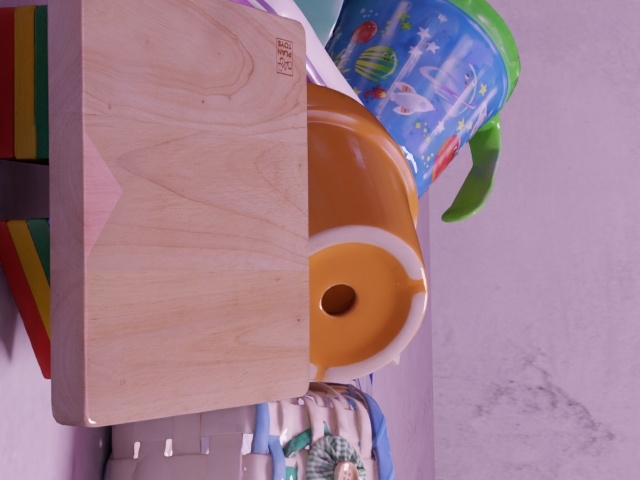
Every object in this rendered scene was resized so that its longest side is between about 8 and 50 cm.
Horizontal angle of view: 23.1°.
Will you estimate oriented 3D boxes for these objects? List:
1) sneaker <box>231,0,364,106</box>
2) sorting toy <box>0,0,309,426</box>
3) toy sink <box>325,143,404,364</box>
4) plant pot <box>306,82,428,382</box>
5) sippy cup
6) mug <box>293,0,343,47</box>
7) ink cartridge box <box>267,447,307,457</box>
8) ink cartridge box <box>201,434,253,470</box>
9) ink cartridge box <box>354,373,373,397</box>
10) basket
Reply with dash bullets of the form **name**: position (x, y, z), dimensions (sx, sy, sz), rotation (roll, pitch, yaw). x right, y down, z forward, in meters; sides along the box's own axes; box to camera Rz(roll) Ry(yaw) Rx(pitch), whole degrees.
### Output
- **sneaker**: position (-0.079, -0.124, 1.255), dimensions (0.282, 0.161, 0.102), rotation (51, -10, -32)
- **sorting toy**: position (-0.107, -0.023, 0.975), dimensions (0.257, 0.089, 0.255), rotation (3, 86, -62)
- **toy sink**: position (0.000, 0.000, 1.555), dimensions (0.131, 0.153, 0.234), rotation (51, 41, -74)
- **plant pot**: position (-0.007, 0.006, 1.189), dimensions (0.188, 0.205, 0.205), rotation (-123, -155, -60)
- **sippy cup**: position (0.081, -0.159, 1.803), dimensions (0.224, 0.305, 0.240), rotation (-58, 175, -33)
- **mug**: position (-0.047, -0.207, 1.364), dimensions (0.129, 0.097, 0.158), rotation (-47, -147, 48)
- **ink cartridge box**: position (-0.055, 0.275, 1.483), dimensions (0.198, 0.067, 0.115), rotation (-76, 163, -54)
- **ink cartridge box**: position (-0.108, 0.226, 1.317), dimensions (0.145, 0.045, 0.179), rotation (79, 33, -50)
- **ink cartridge box**: position (0.029, 0.046, 1.973), dimensions (0.303, 0.072, 0.307), rotation (75, 19, -60)
- **basket**: position (-0.032, 0.228, 1.174), dimensions (0.289, 0.201, 0.255), rotation (28, 61, -61)
